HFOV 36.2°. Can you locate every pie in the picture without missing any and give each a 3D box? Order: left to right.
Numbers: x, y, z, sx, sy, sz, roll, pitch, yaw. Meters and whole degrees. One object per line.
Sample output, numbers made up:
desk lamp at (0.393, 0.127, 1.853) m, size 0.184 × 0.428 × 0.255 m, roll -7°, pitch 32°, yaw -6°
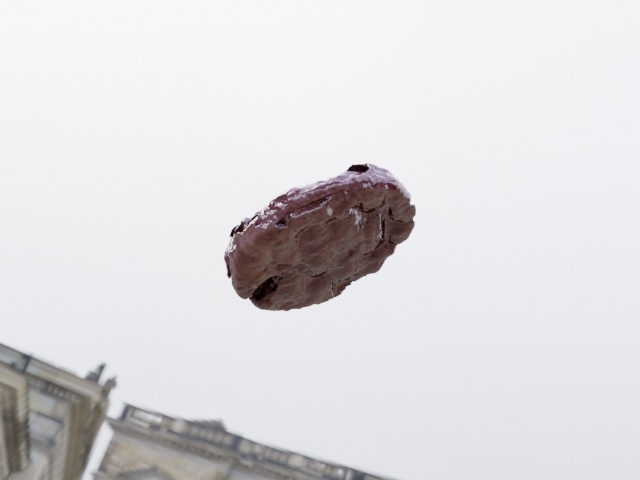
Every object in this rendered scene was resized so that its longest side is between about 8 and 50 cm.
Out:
pie at (0.000, 0.000, 0.731) m, size 0.154 × 0.038 × 0.153 m, roll -21°, pitch -31°, yaw -13°
